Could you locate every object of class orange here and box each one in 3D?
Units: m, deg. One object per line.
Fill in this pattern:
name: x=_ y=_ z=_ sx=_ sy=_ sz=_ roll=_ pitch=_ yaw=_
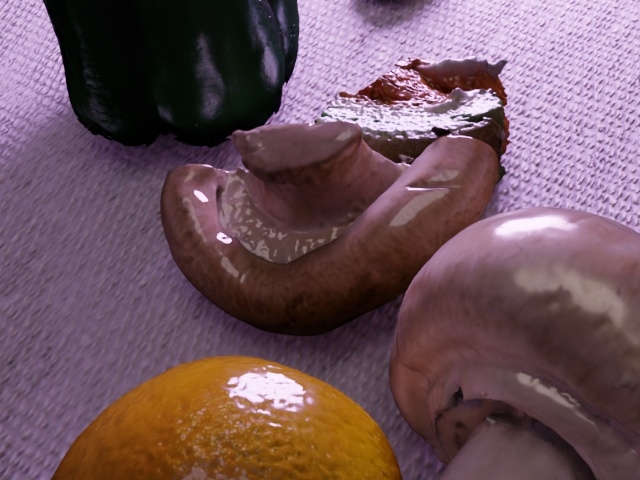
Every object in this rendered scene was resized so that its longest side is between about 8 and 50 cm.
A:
orange: x=-0.058 y=0.183 z=0.544 sx=0.236 sy=0.236 sz=0.236 roll=-4 pitch=50 yaw=4

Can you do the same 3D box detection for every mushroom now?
mushroom: x=0.000 y=0.000 z=0.740 sx=0.286 sy=0.156 sz=0.151 roll=-4 pitch=61 yaw=19
mushroom: x=0.144 y=0.112 z=0.567 sx=0.234 sy=0.254 sz=0.260 roll=-43 pitch=16 yaw=-35

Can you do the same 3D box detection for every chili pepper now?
chili pepper: x=-0.146 y=-0.233 z=0.881 sx=0.249 sy=0.256 sz=0.233 roll=-14 pitch=38 yaw=-3

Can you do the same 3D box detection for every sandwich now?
sandwich: x=0.082 y=-0.114 z=0.841 sx=0.185 sy=0.109 sz=0.159 roll=0 pitch=53 yaw=7
